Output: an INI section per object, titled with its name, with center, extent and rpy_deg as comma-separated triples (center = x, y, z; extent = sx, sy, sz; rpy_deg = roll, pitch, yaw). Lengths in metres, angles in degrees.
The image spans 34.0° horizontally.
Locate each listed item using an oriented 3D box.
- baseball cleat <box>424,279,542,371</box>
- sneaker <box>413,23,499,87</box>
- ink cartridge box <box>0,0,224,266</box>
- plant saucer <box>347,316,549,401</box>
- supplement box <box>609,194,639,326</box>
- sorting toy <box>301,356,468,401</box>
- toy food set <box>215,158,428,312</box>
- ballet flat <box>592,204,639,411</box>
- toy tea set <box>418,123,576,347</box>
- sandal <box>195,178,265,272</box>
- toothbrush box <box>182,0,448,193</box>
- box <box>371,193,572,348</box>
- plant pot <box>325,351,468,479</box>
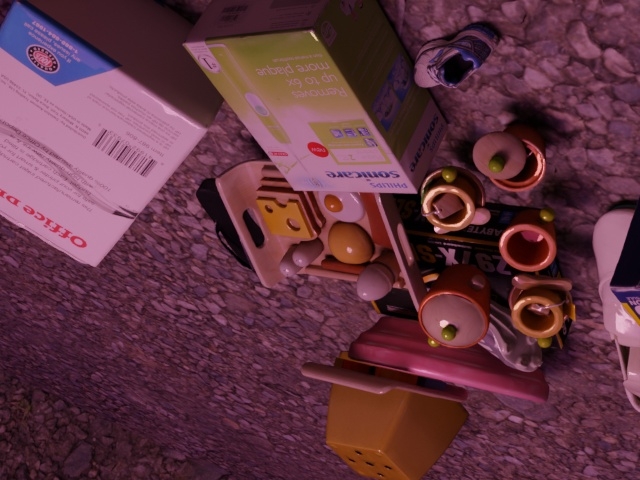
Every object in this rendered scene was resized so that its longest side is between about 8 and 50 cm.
[baseball cleat]
center = 0.237, 0.118, 1.544
extent = 0.206, 0.072, 0.109
rpy_deg = 43, 162, -18
[sneaker]
center = 0.146, -0.204, 1.222
extent = 0.052, 0.058, 0.135
rpy_deg = 36, 152, -17
[ink cartridge box]
center = -0.338, -0.176, 1.483
extent = 0.285, 0.166, 0.395
rpy_deg = 34, 136, -14
[plant saucer]
center = 0.213, 0.190, 1.717
extent = 0.332, 0.084, 0.332
rpy_deg = 12, 175, 1
[supplement box]
center = 0.528, 0.080, 1.230
extent = 0.194, 0.195, 0.356
rpy_deg = -6, 138, 47
[sorting toy]
center = 0.104, 0.218, 1.671
extent = 0.208, 0.038, 0.193
rpy_deg = 13, 176, -44
[toy food set]
center = 0.000, 0.000, 1.511
extent = 0.306, 0.092, 0.220
rpy_deg = 6, 133, 38
[ballet flat]
center = 0.449, 0.118, 1.436
extent = 0.139, 0.139, 0.400
rpy_deg = 9, 147, 31
[toy tea set]
center = 0.213, 0.014, 1.338
extent = 0.200, 0.124, 0.336
rpy_deg = 0, 122, 21
[sandal]
center = -0.147, -0.006, 1.824
extent = 0.097, 0.054, 0.254
rpy_deg = 4, 145, 37
[toothbrush box]
center = 0.000, -0.192, 1.305
extent = 0.206, 0.122, 0.283
rpy_deg = 4, 146, 37
[box]
center = 0.199, 0.041, 1.581
extent = 0.322, 0.079, 0.257
rpy_deg = 9, 146, 31
[plant pot]
center = 0.133, 0.361, 2.071
extent = 0.212, 0.187, 0.212
rpy_deg = 0, 143, 40
